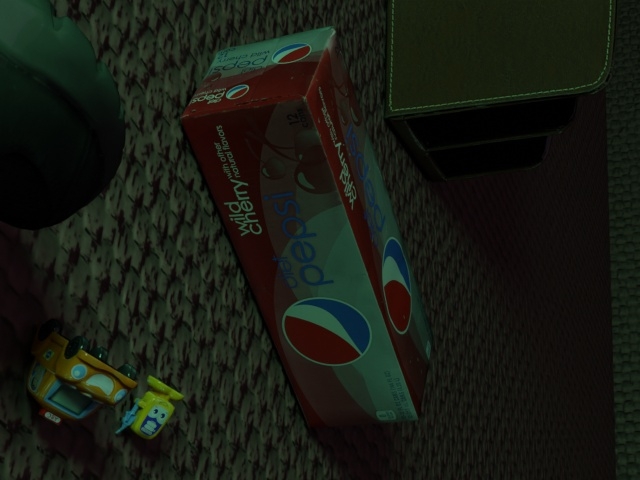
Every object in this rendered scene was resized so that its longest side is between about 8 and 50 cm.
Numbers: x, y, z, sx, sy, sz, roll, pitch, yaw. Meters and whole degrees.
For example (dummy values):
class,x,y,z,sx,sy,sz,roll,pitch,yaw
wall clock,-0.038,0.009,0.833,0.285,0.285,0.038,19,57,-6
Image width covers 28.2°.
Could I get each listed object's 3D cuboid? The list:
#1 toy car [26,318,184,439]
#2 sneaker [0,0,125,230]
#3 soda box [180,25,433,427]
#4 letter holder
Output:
class,x,y,z,sx,sy,sz,roll,pitch,yaw
toy car,-0.095,0.079,0.602,0.040,0.060,0.122,-58,142,-9
sneaker,-0.177,-0.056,0.378,0.139,0.125,0.341,-64,156,-7
soda box,0.000,0.000,0.837,0.092,0.083,0.263,-71,148,-51
letter holder,0.187,-0.233,1.224,0.152,0.214,0.301,45,43,-60
